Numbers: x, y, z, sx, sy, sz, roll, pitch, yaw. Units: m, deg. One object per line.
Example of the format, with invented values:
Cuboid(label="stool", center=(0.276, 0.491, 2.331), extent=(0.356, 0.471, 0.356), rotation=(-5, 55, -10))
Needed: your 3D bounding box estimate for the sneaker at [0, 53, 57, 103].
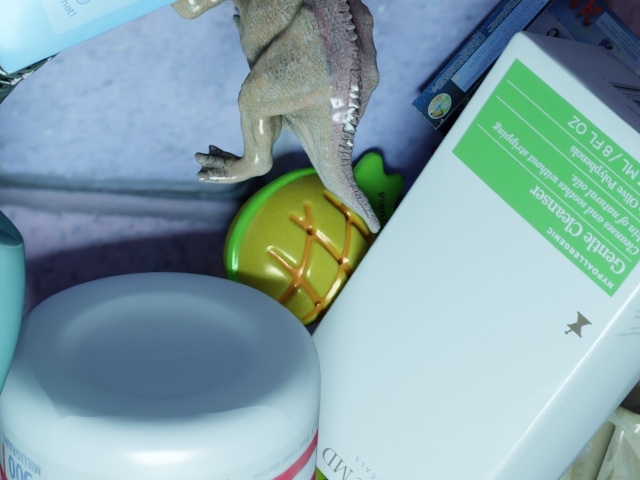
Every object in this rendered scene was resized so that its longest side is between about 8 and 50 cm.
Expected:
Cuboid(label="sneaker", center=(-0.210, -0.135, 1.098), extent=(0.072, 0.077, 0.178), rotation=(23, 112, -35))

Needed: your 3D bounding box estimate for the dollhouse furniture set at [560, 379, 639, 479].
Cuboid(label="dollhouse furniture set", center=(0.190, 0.271, 1.546), extent=(0.362, 0.256, 0.394), rotation=(18, 93, -35))

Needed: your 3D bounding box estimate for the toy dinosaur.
Cuboid(label="toy dinosaur", center=(-0.008, -0.150, 1.096), extent=(0.200, 0.296, 0.127), rotation=(-23, 175, 43))

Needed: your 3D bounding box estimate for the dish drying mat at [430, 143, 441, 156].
Cuboid(label="dish drying mat", center=(0.131, -0.084, 1.349), extent=(0.083, 0.008, 0.032), rotation=(-32, 133, -2))

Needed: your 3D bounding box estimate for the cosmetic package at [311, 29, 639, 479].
Cuboid(label="cosmetic package", center=(0.145, 0.049, 1.236), extent=(0.155, 0.197, 0.365), rotation=(-2, 130, -56))

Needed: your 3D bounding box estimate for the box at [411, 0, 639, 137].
Cuboid(label="box", center=(0.202, -0.104, 1.335), extent=(0.159, 0.044, 0.233), rotation=(-48, 132, 8))

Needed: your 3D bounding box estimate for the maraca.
Cuboid(label="maraca", center=(0.000, 0.000, 1.290), extent=(0.185, 0.099, 0.127), rotation=(-24, 120, -36))

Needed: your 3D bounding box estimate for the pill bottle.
Cuboid(label="pill bottle", center=(-0.119, 0.248, 1.233), extent=(0.229, 0.229, 0.408), rotation=(-9, 120, -20))

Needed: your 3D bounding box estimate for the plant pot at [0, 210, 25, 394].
Cuboid(label="plant pot", center=(-0.328, 0.048, 1.049), extent=(0.293, 0.293, 0.235), rotation=(29, 96, -38))

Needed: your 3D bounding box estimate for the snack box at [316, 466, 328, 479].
Cuboid(label="snack box", center=(-0.005, 0.306, 1.434), extent=(0.070, 0.207, 0.174), rotation=(-14, 128, -17))

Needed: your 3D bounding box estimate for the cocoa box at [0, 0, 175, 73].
Cuboid(label="cocoa box", center=(-0.153, -0.315, 0.894), extent=(0.231, 0.228, 0.347), rotation=(-24, 131, -9))
